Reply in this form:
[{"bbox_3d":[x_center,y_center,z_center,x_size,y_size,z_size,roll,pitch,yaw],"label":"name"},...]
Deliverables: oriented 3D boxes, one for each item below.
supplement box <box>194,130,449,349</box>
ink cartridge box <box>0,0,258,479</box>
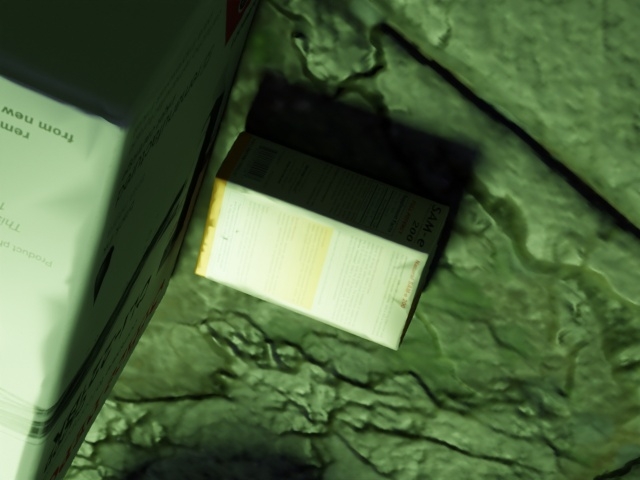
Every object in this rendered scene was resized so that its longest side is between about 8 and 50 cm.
[{"bbox_3d":[0.000,0.000,0.858,0.098,0.036,0.062,21,133,5],"label":"supplement box"},{"bbox_3d":[-0.116,-0.026,0.774,0.114,0.197,0.273,24,134,2],"label":"ink cartridge box"}]
